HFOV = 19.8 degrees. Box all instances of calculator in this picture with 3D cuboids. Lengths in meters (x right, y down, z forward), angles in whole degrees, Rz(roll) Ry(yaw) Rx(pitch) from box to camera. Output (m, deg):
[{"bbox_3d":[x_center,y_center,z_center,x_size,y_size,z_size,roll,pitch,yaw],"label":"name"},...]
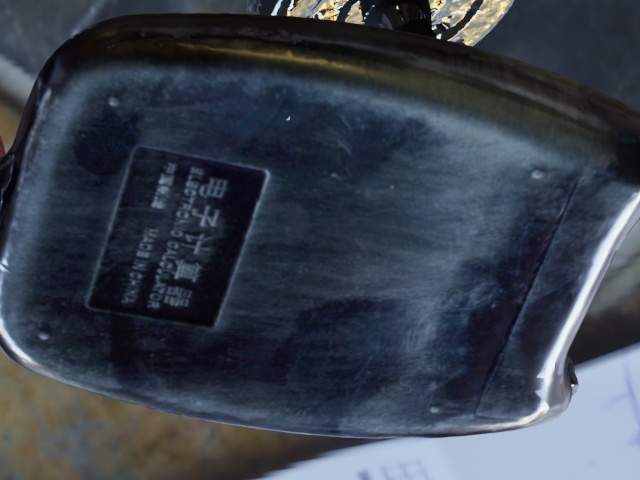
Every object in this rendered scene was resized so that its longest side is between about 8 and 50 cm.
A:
[{"bbox_3d":[0.000,0.000,0.693,0.268,0.040,0.177,9,121,-17],"label":"calculator"}]

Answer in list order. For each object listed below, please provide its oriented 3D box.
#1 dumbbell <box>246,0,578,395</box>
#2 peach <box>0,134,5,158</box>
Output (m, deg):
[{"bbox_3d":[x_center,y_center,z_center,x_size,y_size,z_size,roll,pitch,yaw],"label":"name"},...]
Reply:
[{"bbox_3d":[0.055,-0.065,0.882,0.143,0.325,0.143,-16,151,-9],"label":"dumbbell"},{"bbox_3d":[-0.258,-0.035,0.980,0.197,0.197,0.197,-3,125,-5],"label":"peach"}]
